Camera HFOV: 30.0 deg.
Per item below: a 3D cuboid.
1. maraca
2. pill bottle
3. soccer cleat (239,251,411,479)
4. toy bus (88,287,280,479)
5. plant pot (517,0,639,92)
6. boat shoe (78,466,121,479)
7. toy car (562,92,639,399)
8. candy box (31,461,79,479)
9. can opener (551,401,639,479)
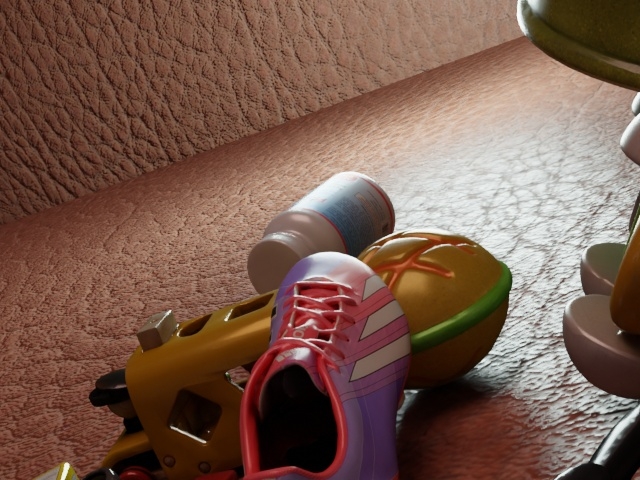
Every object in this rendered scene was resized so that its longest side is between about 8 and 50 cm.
[{"bbox_3d":[0.062,0.040,0.793,0.127,0.099,0.186,-21,11,0],"label":"maraca"},{"bbox_3d":[0.000,0.000,1.124,0.087,0.087,0.160,-14,14,35],"label":"pill bottle"},{"bbox_3d":[0.000,0.070,0.622,0.083,0.095,0.248,-18,34,14],"label":"soccer cleat"},{"bbox_3d":[-0.085,0.098,0.792,0.202,0.104,0.191,-29,13,-31],"label":"toy bus"},{"bbox_3d":[0.282,-0.289,0.601,0.366,0.353,0.366,-5,27,2],"label":"plant pot"},{"bbox_3d":[-0.174,0.193,0.600,0.080,0.073,0.223,-12,14,44],"label":"boat shoe"},{"bbox_3d":[0.216,0.001,0.640,0.136,0.159,0.182,18,25,12],"label":"toy car"},{"bbox_3d":[-0.241,0.209,0.722,0.205,0.027,0.105,-29,14,0],"label":"candy box"},{"bbox_3d":[0.117,0.113,0.482,0.186,0.059,0.073,-21,-20,-48],"label":"can opener"}]
